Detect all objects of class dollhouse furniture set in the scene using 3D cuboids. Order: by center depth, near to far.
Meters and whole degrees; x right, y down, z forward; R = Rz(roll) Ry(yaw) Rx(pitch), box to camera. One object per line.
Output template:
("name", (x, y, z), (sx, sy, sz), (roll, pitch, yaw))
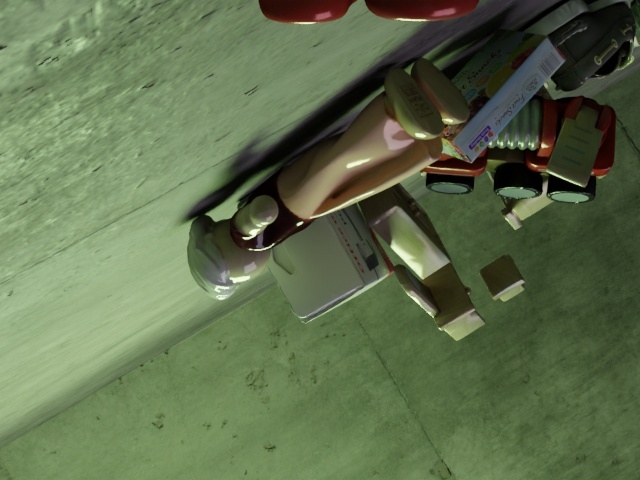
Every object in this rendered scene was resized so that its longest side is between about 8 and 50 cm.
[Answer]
("dollhouse furniture set", (0.231, -0.102, 1.375), (0.355, 0.303, 0.174), (-34, 138, 14))

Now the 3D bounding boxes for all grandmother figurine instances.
("grandmother figurine", (-0.017, -0.045, 1.085), (0.342, 0.104, 0.208), (-37, 169, 34))

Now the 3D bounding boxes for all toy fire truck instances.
("toy fire truck", (0.218, -0.110, 1.174), (0.217, 0.158, 0.246), (5, 169, 4))

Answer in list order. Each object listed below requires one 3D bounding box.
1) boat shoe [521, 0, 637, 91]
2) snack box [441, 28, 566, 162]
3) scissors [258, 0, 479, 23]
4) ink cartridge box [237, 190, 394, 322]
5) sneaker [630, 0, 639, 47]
("boat shoe", (0.331, -0.240, 1.329), (0.109, 0.091, 0.305), (-34, 175, 31))
("snack box", (0.167, -0.149, 1.094), (0.141, 0.037, 0.100), (-47, -157, -3))
("scissors", (0.052, -0.167, 0.624), (0.109, 0.021, 0.297), (3, -154, 16))
("ink cartridge box", (0.000, 0.000, 1.302), (0.092, 0.158, 0.218), (-31, 176, 15))
("sneaker", (0.464, -0.314, 1.617), (0.077, 0.072, 0.178), (-21, 172, 8))
